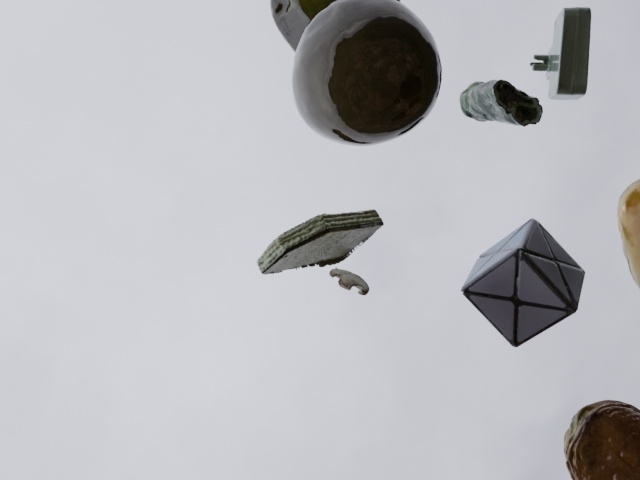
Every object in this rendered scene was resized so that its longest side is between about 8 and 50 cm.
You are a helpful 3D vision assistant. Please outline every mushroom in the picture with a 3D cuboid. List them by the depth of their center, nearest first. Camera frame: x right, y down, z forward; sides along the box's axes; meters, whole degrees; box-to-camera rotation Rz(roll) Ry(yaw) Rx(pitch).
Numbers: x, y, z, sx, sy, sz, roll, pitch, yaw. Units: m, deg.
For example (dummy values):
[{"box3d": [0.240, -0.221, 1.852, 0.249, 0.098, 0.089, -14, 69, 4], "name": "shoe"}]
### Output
[{"box3d": [0.066, 0.093, 1.545, 0.049, 0.101, 0.019, -45, -21, -44], "name": "mushroom"}]

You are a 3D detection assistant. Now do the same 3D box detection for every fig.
[{"box3d": [0.038, -0.478, 1.356, 0.271, 0.239, 0.239, -31, -49, 12], "name": "fig"}]

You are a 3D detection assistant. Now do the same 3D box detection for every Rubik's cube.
[{"box3d": [0.622, 0.125, 2.088, 0.255, 0.259, 0.260, 45, -147, -1], "name": "Rubik's cube"}]

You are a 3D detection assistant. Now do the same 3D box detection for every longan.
[{"box3d": [0.075, -0.273, 1.129, 0.258, 0.258, 0.258, -15, -65, -36], "name": "longan"}]

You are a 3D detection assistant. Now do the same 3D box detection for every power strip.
[{"box3d": [0.668, -0.510, 1.906, 0.261, 0.141, 0.230, -27, -60, -77], "name": "power strip"}]

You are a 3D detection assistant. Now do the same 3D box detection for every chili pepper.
[{"box3d": [0.421, -0.339, 1.670, 0.136, 0.270, 0.099, 15, -79, -14], "name": "chili pepper"}]

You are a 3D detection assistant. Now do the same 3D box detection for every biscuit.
[{"box3d": [0.000, 0.000, 1.341, 0.252, 0.052, 0.150, -9, -28, -49], "name": "biscuit"}]

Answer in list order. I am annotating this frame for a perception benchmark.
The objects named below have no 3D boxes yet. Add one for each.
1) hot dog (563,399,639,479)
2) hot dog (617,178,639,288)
[{"box3d": [0.568, 0.411, 1.226, 0.196, 0.272, 0.122, -56, -19, -3], "name": "hot dog"}, {"box3d": [0.627, -0.017, 0.935, 0.404, 0.223, 0.185, 2, -112, -23], "name": "hot dog"}]
